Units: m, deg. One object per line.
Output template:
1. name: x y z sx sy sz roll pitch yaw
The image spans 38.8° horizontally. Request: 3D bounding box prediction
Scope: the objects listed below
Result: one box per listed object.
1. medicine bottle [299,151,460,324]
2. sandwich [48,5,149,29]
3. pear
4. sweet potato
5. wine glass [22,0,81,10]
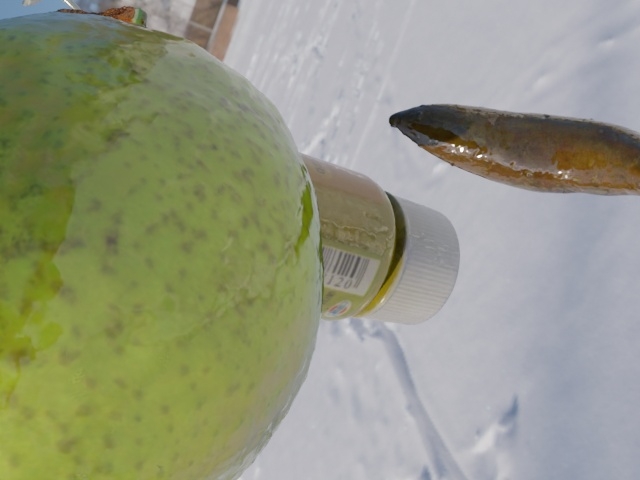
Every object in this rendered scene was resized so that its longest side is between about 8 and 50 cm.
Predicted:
1. medicine bottle: 0.000 0.000 1.296 0.224 0.384 0.224 -25 58 49
2. sandwich: -0.245 -0.229 0.981 0.067 0.135 0.029 65 -147 -72
3. pear: -0.178 0.041 0.595 0.391 0.391 0.391 -160 90 -79
4. sweet potato: 0.234 -0.076 0.862 0.108 0.346 0.079 -17 -63 -51
5. wine glass: -0.314 -0.292 1.260 0.122 0.183 0.122 -44 11 11
